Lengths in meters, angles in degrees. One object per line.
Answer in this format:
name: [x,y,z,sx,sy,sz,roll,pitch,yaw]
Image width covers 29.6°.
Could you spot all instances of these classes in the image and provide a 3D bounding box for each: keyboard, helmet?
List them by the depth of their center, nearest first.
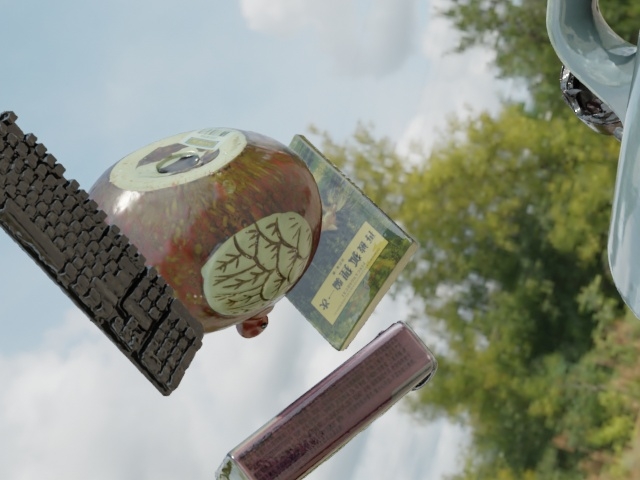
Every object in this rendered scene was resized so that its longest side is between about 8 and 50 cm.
keyboard: [-0.163,0.011,0.854,0.231,0.023,0.072,51,-141,-23]
helmet: [0.336,-0.171,1.395,0.070,0.098,0.123,36,-152,-44]

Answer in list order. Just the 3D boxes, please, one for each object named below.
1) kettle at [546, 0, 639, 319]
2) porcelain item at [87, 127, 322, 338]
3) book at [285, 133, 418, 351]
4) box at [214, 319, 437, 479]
kettle: [0.198,-0.083,0.575,0.160,0.210,0.243,-37,-38,-17]
porcelain item: [-0.110,0.015,1.208,0.253,0.253,0.253,16,-90,-76]
book: [0.000,0.000,1.418,0.024,0.228,0.160,12,-63,-49]
box: [0.004,0.176,1.186,0.224,0.069,0.120,-35,-10,-24]
